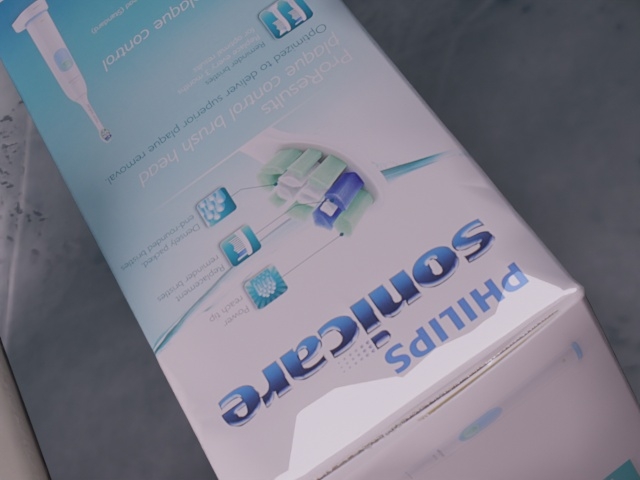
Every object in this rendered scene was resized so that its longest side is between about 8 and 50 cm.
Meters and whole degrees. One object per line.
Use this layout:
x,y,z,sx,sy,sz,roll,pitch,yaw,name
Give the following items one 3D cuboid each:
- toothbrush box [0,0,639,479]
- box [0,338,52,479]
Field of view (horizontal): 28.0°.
0.000,0.000,0.530,0.126,0.216,0.295,-35,53,3,toothbrush box
-0.117,0.185,0.385,0.148,0.121,0.311,-18,70,-14,box
